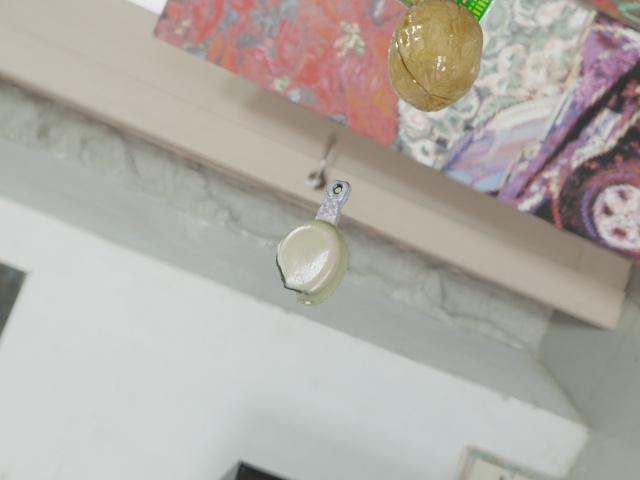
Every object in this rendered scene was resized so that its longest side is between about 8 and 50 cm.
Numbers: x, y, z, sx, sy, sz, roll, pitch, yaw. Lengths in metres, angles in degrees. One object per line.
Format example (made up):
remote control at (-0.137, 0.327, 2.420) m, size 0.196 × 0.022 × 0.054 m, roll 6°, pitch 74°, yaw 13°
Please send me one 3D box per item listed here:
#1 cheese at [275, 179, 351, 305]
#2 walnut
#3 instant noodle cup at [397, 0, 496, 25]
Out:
cheese at (-0.007, 0.001, 1.390) m, size 0.047 × 0.092 × 0.171 m, roll 44°, pitch -136°, yaw -58°
walnut at (0.192, -0.315, 1.777) m, size 0.165 × 0.165 × 0.197 m, roll 134°, pitch 150°, yaw -57°
instant noodle cup at (0.233, -0.509, 2.066) m, size 0.207 × 0.233 × 0.207 m, roll -58°, pitch -1°, yaw -2°
